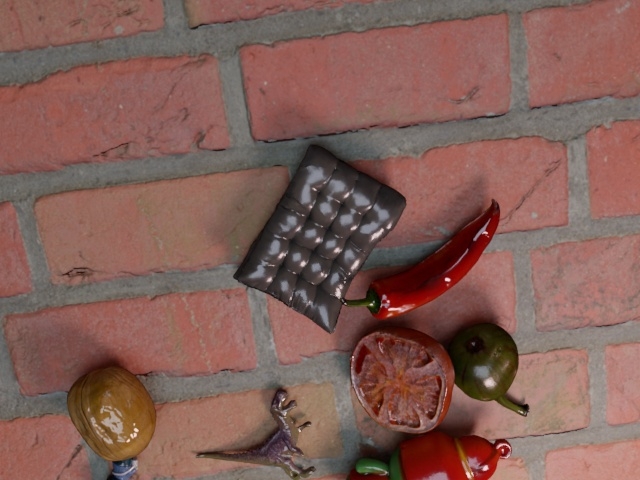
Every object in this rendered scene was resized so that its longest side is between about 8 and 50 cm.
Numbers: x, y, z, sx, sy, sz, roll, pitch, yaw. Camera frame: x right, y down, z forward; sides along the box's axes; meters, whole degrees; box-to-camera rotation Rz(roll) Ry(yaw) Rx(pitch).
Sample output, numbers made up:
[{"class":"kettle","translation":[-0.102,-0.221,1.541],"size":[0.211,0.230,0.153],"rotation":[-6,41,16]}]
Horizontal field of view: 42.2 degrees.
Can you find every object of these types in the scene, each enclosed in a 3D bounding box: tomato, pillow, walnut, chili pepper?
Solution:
[{"class":"tomato","translation":[0.178,0.275,1.700],"size":[0.236,0.095,0.237],"rotation":[12,112,32]},{"class":"pillow","translation":[0.000,0.000,1.646],"size":[0.228,0.101,0.326],"rotation":[29,102,-8]},{"class":"walnut","translation":[-0.426,0.355,1.712],"size":[0.165,0.165,0.197],"rotation":[-33,104,8]},{"class":"chili pepper","translation":[0.207,0.058,1.659],"size":[0.368,0.092,0.137],"rotation":[-33,128,-9]}]

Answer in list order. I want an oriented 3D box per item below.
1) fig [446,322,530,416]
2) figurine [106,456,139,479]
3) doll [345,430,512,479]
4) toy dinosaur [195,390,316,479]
[{"class":"fig","translation":[0.354,0.286,1.743],"size":[0.151,0.151,0.259],"rotation":[-26,132,6]},{"class":"figurine","translation":[-0.435,0.513,1.801],"size":[0.077,0.079,0.136],"rotation":[19,116,37]},{"class":"doll","translation":[0.234,0.500,1.762],"size":[0.363,0.160,0.183],"rotation":[-24,104,6]},{"class":"toy dinosaur","translation":[-0.113,0.455,1.804],"size":[0.200,0.072,0.251],"rotation":[45,113,-2]}]
